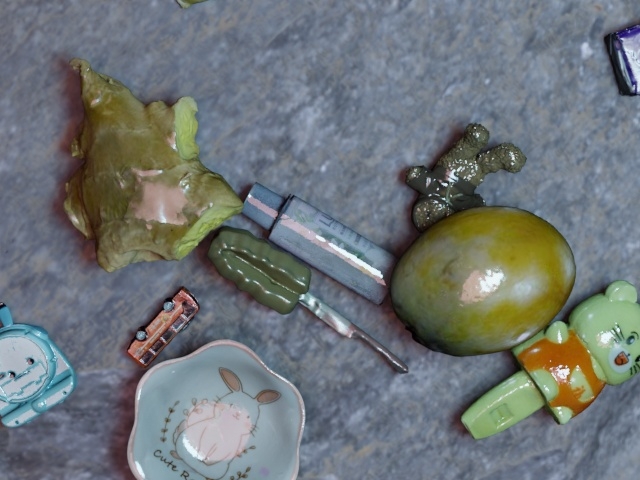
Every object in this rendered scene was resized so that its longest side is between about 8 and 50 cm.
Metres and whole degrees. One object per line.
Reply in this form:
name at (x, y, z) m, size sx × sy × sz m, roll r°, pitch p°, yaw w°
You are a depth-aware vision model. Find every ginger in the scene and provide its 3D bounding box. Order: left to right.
ginger at (-0.231, -0.095, 1.627) m, size 0.219 × 0.123 × 0.270 m, roll -35°, pitch 78°, yaw 14°

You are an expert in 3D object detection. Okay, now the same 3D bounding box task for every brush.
brush at (-0.009, 0.077, 1.669) m, size 0.301 × 0.084 × 0.071 m, roll 35°, pitch 98°, yaw -9°

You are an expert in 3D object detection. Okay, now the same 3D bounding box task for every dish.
dish at (-0.130, 0.236, 1.674) m, size 0.229 × 0.081 × 0.229 m, roll 0°, pitch 91°, yaw -2°

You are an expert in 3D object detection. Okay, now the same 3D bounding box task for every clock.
clock at (-0.384, 0.153, 1.679) m, size 0.108 × 0.045 × 0.147 m, roll -32°, pitch 94°, yaw 1°

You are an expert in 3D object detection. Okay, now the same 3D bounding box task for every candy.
candy at (0.513, -0.263, 1.648) m, size 0.312 × 0.061 × 0.088 m, roll -19°, pitch 93°, yaw 1°

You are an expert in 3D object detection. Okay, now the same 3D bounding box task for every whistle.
whistle at (0.303, 0.158, 1.653) m, size 0.288 × 0.106 × 0.131 m, roll -33°, pitch 120°, yaw -2°

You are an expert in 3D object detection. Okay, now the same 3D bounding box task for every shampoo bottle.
shampoo bottle at (0.000, 0.000, 1.660) m, size 0.214 × 0.072 × 0.072 m, roll 31°, pitch 94°, yaw -4°

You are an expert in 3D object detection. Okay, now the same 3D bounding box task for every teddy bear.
teddy bear at (0.168, -0.078, 1.657) m, size 0.119 × 0.078 × 0.160 m, roll 29°, pitch 112°, yaw -25°

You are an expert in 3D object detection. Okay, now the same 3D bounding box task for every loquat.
loquat at (0.194, 0.048, 1.610) m, size 0.227 × 0.179 × 0.179 m, roll -14°, pitch 95°, yaw -17°

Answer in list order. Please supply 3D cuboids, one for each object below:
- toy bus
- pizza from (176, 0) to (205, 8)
toy bus at (-0.198, 0.109, 1.685) m, size 0.043 × 0.031 × 0.110 m, roll 43°, pitch 95°, yaw -6°
pizza at (-0.113, -0.359, 1.621) m, size 0.204 × 0.080 × 0.188 m, roll 36°, pitch 94°, yaw -5°
